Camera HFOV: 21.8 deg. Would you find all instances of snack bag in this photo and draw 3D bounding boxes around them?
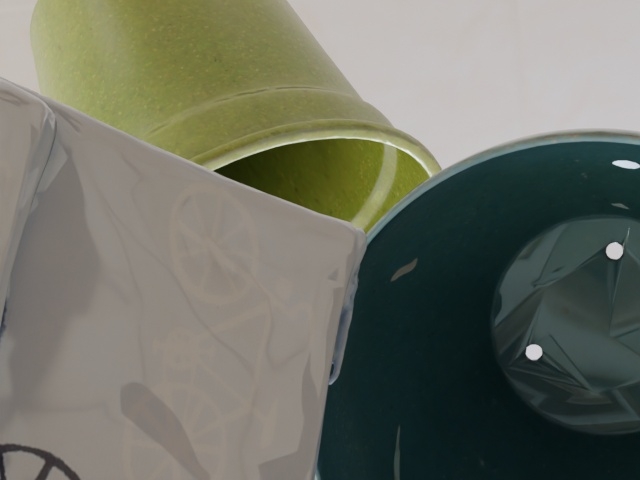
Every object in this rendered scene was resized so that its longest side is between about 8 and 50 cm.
[{"bbox_3d":[-0.125,0.092,0.556,0.342,0.037,0.323,24,-115,-35],"label":"snack bag"}]

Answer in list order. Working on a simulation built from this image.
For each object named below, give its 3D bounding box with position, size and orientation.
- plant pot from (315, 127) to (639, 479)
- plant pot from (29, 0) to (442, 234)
[{"bbox_3d":[0.152,0.071,0.910,0.195,0.290,0.290,-45,-51,-73],"label":"plant pot"},{"bbox_3d":[-0.086,-0.079,1.175,0.276,0.276,0.254,69,176,-59],"label":"plant pot"}]
